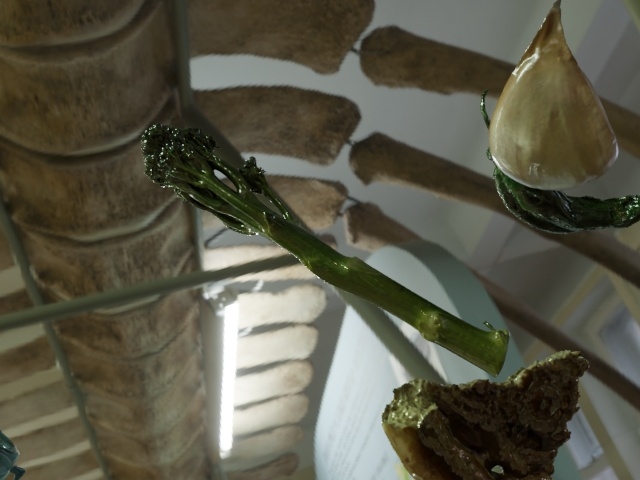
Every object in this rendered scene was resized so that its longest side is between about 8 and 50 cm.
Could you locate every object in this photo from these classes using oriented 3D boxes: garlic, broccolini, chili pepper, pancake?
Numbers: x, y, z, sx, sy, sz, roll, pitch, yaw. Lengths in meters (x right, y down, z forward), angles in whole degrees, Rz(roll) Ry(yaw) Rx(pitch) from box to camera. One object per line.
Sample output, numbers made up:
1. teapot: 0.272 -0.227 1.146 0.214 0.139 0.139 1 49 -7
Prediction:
1. garlic: 0.237 -0.112 0.780 0.128 0.115 0.207 -41 -29 -1
2. broccolini: 0.001 -0.003 0.723 0.074 0.392 0.079 -58 -11 -9
3. chili pepper: 0.308 -0.080 1.071 0.122 0.279 0.065 -57 7 7
4. pancake: 0.214 0.203 0.868 0.244 0.057 0.266 -45 -69 -12

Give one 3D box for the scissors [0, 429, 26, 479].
1. scissors: -0.527 0.185 0.959 0.393 0.180 0.032 40 -101 -21
